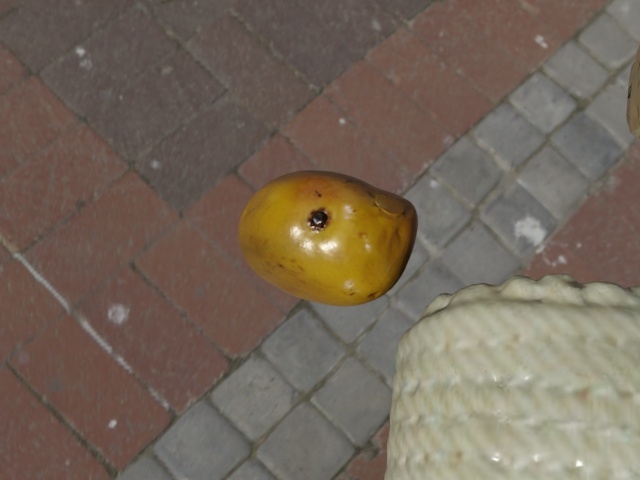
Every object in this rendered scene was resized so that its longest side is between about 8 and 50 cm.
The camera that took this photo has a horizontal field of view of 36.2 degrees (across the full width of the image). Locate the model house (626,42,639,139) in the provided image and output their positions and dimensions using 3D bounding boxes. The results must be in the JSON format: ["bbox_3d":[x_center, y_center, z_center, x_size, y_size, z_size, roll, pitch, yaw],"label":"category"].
[{"bbox_3d":[0.289,-0.198,0.197,0.342,0.382,0.335,15,63,11],"label":"model house"}]

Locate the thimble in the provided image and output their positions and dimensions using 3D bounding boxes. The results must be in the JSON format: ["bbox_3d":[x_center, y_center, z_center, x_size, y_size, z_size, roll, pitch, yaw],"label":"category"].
[{"bbox_3d":[0.150,0.114,0.605,0.219,0.219,0.150,11,71,-10],"label":"thimble"}]

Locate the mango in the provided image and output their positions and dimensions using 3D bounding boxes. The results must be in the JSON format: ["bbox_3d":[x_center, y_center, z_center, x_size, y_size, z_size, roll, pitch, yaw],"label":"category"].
[{"bbox_3d":[0.000,0.000,0.474,0.080,0.114,0.060,15,83,-12],"label":"mango"}]
